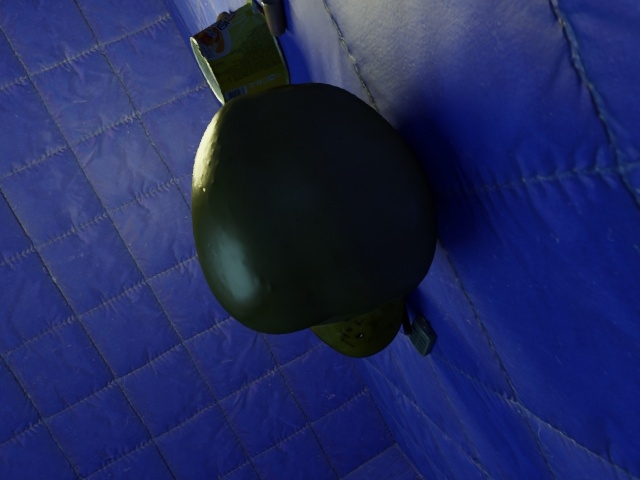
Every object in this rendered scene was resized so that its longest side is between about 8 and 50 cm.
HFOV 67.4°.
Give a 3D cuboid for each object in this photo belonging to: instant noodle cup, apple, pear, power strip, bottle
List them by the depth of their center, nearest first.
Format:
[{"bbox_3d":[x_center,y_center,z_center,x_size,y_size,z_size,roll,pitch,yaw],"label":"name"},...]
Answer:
[{"bbox_3d":[-0.016,-0.051,0.880,0.473,0.474,0.473,59,170,16],"label":"apple"},{"bbox_3d":[-0.110,-0.533,1.135,0.045,0.045,0.096,57,170,26],"label":"bottle"},{"bbox_3d":[0.103,0.174,1.353,0.303,0.304,0.304,59,170,16],"label":"pear"},{"bbox_3d":[-0.235,-0.520,1.375,0.264,0.200,0.264,59,171,14],"label":"instant noodle cup"},{"bbox_3d":[0.294,0.278,1.393,0.079,0.029,0.226,57,169,27],"label":"power strip"}]

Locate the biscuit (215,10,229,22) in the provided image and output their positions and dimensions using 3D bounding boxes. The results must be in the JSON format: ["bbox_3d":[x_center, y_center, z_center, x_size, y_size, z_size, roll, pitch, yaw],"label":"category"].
[{"bbox_3d":[-0.300,-0.608,1.614,0.236,0.062,0.290,67,-168,-45],"label":"biscuit"}]

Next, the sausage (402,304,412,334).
[{"bbox_3d":[0.245,0.219,1.402,0.026,0.026,0.116,76,-176,-57],"label":"sausage"}]
